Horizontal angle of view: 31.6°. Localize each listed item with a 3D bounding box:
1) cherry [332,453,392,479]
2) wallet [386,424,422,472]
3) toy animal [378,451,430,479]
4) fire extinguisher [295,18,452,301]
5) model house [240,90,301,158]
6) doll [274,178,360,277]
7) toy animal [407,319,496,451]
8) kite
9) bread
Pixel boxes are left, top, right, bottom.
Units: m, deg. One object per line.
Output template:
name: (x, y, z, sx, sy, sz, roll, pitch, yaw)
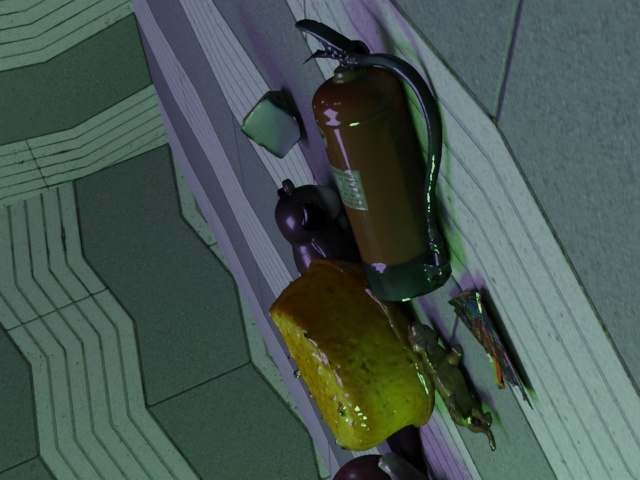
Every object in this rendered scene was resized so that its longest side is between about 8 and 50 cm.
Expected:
cherry: (0.118, 0.572, 2.376, 0.285, 0.213, 0.236, 29, 150, 59)
wallet: (0.145, 0.342, 2.214, 0.165, 0.042, 0.309, 55, 164, 43)
toy animal: (0.172, 0.600, 2.118, 0.266, 0.308, 0.188, 43, 161, -20)
fire extinguisher: (0.094, -0.106, 1.423, 0.200, 0.113, 0.376, -3, 119, 33)
model house: (-0.081, -0.217, 2.072, 0.101, 0.087, 0.100, 37, -160, -10)
doll: (-0.001, 0.002, 2.008, 0.257, 0.117, 0.182, 69, 165, -16)
toy animal: (0.196, 0.208, 1.662, 0.241, 0.057, 0.099, 60, 174, 25)
kite: (0.215, 0.123, 1.476, 0.241, 0.014, 0.183, 52, 164, 55)
bread: (0.064, 0.186, 1.851, 0.340, 0.194, 0.179, 62, 164, -3)
